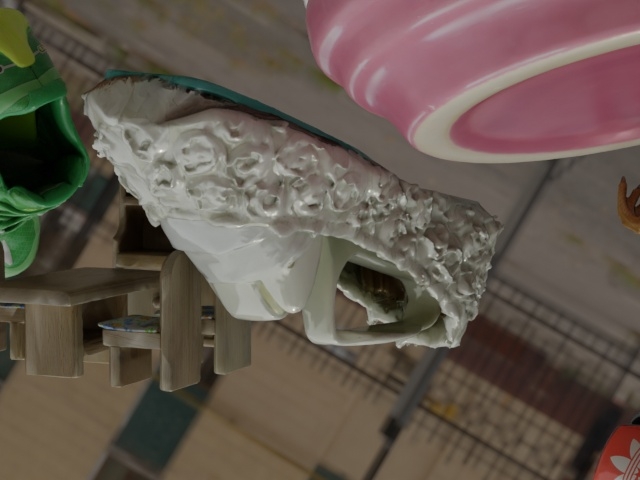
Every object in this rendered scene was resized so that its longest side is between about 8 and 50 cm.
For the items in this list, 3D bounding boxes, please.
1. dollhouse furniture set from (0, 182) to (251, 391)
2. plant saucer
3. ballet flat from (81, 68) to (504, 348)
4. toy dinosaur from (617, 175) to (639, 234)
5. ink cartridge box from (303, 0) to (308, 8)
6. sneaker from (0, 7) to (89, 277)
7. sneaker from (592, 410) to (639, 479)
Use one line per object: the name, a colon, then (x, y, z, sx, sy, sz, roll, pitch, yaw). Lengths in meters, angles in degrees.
dollhouse furniture set: (-0.149, 0.006, 1.203, 0.212, 0.161, 0.242, 2, -175, 23)
plant saucer: (0.161, -0.113, 0.866, 0.332, 0.084, 0.332, -11, 169, -2)
ballet flat: (0.000, 0.000, 1.109, 0.147, 0.147, 0.409, 28, -174, 37)
toy dinosaur: (0.226, -0.013, 0.977, 0.064, 0.211, 0.112, 49, 153, -18)
ink cartridge box: (-0.007, -0.385, 1.311, 0.207, 0.119, 0.353, 73, -178, -61)
sneaker: (-0.258, -0.052, 1.348, 0.123, 0.109, 0.295, 46, 149, 22)
sneaker: (0.294, 0.193, 1.244, 0.148, 0.131, 0.350, 27, 175, 26)
